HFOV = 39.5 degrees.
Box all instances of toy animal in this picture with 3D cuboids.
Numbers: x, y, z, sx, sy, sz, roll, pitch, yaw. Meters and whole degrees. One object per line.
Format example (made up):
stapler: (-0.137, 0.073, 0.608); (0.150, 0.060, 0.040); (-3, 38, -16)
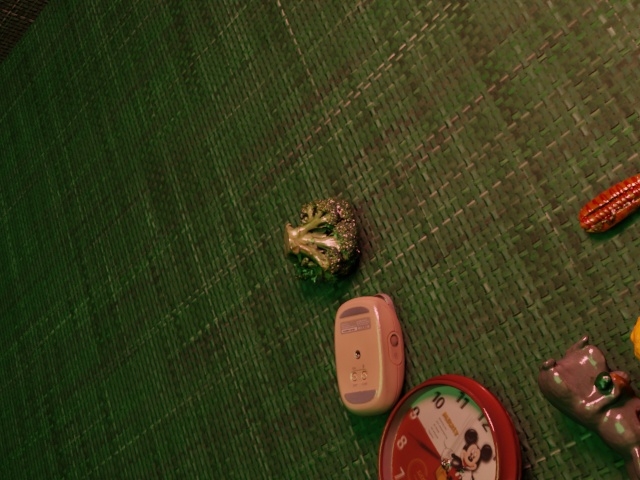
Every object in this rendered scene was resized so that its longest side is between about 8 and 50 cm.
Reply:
toy animal: (0.458, 0.277, 1.402); (0.125, 0.127, 0.251); (-43, 70, 14)

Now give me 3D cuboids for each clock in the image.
clock: (0.227, 0.399, 1.586); (0.318, 0.080, 0.319); (-23, 60, 46)

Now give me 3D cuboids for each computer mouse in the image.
computer mouse: (0.096, 0.224, 1.740); (0.145, 0.082, 0.237); (-19, 68, 39)

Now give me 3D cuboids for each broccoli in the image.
broccoli: (0.000, 0.000, 1.829); (0.195, 0.156, 0.196); (175, 90, -73)

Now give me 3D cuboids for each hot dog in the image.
hot dog: (0.490, -0.061, 1.470); (0.144, 0.038, 0.062); (-37, 59, 31)

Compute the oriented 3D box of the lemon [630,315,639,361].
lemon: (0.542, 0.150, 1.335); (0.155, 0.114, 0.114); (2, 83, 38)
